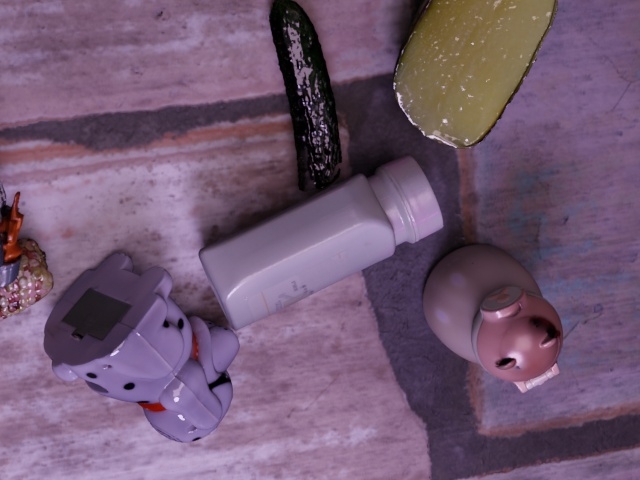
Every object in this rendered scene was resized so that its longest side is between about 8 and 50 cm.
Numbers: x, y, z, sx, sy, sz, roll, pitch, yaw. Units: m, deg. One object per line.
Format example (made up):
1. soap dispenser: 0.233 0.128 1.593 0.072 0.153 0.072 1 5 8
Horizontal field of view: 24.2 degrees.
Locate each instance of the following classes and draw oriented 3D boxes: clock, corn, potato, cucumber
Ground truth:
1. clock: -0.198 0.155 1.867 0.189 0.189 0.254 -45 125 1
2. corn: -0.444 0.079 1.812 0.253 0.086 0.086 -25 111 -5
3. potato: 0.185 -0.261 1.863 0.160 0.111 0.272 20 114 -12
4. cucumber: -0.016 -0.186 1.857 0.067 0.067 0.245 -12 108 -11

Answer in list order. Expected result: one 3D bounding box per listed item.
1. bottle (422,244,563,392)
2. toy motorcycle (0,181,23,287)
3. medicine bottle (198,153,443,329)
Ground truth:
1. bottle: 0.232 0.104 1.917 0.147 0.236 0.148 -4 107 -13
2. toy motorcycle: -0.495 0.030 1.707 0.325 0.148 0.221 -8 103 -1
3. medicine bottle: 0.000 0.000 1.868 0.296 0.161 0.111 -25 73 -5
